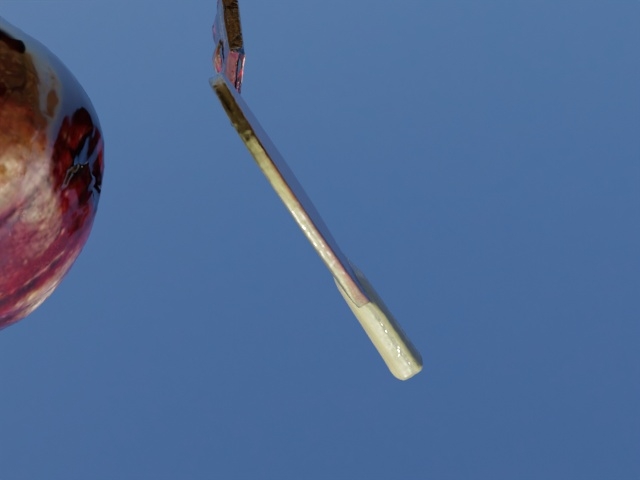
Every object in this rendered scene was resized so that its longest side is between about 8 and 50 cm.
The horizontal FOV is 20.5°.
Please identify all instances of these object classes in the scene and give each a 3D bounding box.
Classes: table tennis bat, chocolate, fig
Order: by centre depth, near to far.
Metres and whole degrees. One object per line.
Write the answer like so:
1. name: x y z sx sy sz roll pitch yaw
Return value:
1. fig: -0.224 -0.004 0.949 0.186 0.204 0.249 11 -122 13
2. table tennis bat: 0.000 0.000 1.051 0.022 0.246 0.138 -33 -143 3
3. chocolate: -0.093 -0.196 1.764 0.028 0.086 0.182 3 -135 -9
